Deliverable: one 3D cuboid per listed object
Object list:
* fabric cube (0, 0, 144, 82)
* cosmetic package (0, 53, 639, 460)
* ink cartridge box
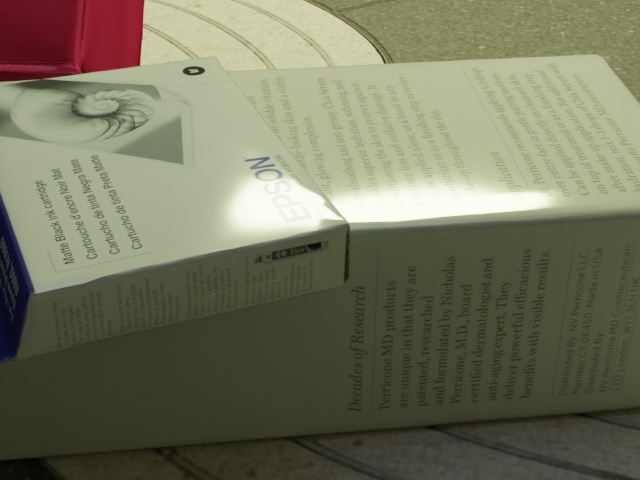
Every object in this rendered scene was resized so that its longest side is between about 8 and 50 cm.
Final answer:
[{"bbox_3d":[-0.283,-0.221,0.984,0.259,0.258,0.254,2,-12,0],"label":"fabric cube"},{"bbox_3d":[0.000,0.000,0.809,0.453,0.161,0.230,-3,33,-7],"label":"cosmetic package"},{"bbox_3d":[-0.128,-0.026,0.659,0.224,0.045,0.223,-13,36,-19],"label":"ink cartridge box"}]
